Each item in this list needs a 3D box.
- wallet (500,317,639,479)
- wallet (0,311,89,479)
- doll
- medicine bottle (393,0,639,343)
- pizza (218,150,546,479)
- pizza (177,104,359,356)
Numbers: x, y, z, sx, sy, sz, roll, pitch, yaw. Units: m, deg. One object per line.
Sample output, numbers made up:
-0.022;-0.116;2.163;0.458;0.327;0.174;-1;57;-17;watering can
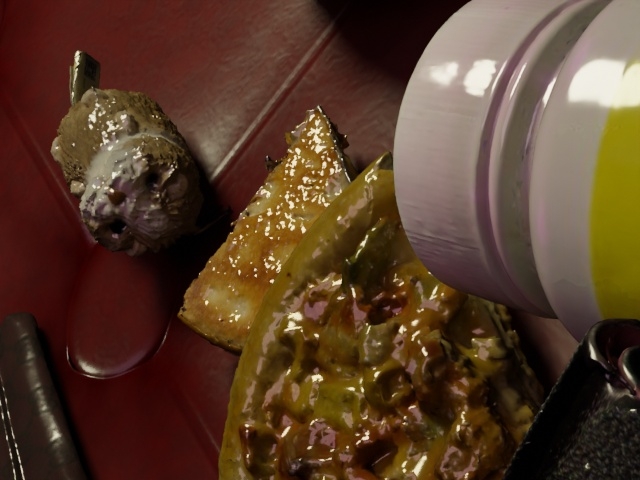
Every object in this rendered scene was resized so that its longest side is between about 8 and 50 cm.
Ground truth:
0.178;0.191;0.604;0.262;0.071;0.221;39;126;23;wallet
-0.277;0.187;1.161;0.182;0.049;0.229;-48;43;19;wallet
-0.168;-0.068;1.134;0.221;0.115;0.105;47;114;44;doll
0.232;-0.021;0.660;0.379;0.213;0.213;16;82;47;medicine bottle
0.007;0.120;0.865;0.268;0.087;0.258;-40;59;26;pizza
0.000;0.000;0.984;0.201;0.053;0.193;7;75;39;pizza
